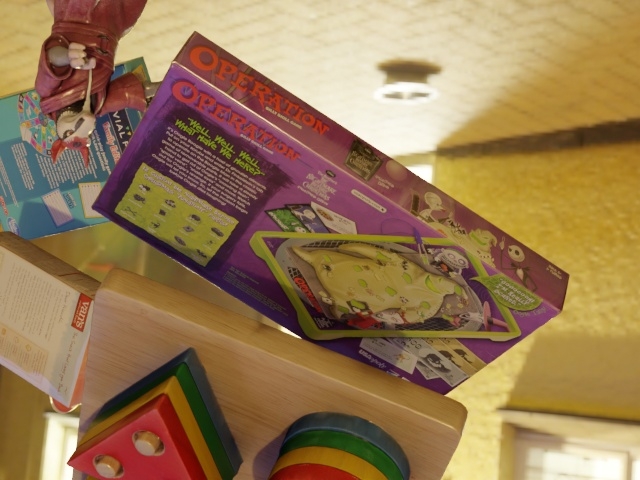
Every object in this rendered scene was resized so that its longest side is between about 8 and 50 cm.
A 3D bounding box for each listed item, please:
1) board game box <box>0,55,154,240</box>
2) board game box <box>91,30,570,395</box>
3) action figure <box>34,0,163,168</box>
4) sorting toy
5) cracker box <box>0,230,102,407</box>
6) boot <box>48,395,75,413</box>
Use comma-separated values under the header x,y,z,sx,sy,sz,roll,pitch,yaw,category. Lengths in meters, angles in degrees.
x,y,z,sx,sy,sz,roll,pitch,yaw,category
-0.424,-0.150,1.857,0.336,0.254,0.079,-11,-165,20,board game box
0.000,0.000,0.877,0.347,0.056,0.208,33,143,-9,board game box
-0.346,-0.284,1.523,0.276,0.370,0.248,6,168,27,action figure
-0.062,0.179,0.759,0.257,0.089,0.255,21,130,5,sorting toy
-0.384,0.103,1.469,0.232,0.156,0.067,27,-164,26,cracker box
-0.356,0.192,1.604,0.059,0.158,0.084,20,-177,-33,boot
